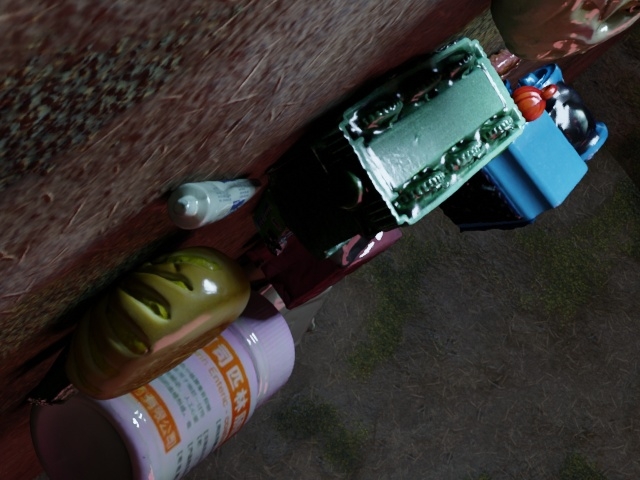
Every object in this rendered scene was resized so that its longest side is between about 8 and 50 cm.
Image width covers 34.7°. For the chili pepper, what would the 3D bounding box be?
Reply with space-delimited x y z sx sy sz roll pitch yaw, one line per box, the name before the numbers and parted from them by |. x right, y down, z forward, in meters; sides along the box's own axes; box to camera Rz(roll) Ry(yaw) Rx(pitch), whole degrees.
chili pepper | -0.259 0.128 1.199 0.224 0.061 0.098 -33 179 -37

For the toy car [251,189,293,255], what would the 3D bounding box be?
toy car | -0.036 -0.038 1.235 0.071 0.062 0.165 -37 176 -18

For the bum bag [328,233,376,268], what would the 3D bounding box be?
bum bag | 0.107 -0.096 1.395 0.340 0.144 0.095 -38 -142 -18

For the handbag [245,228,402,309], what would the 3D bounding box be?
handbag | 0.000 0.000 1.517 0.146 0.135 0.225 -35 180 -40

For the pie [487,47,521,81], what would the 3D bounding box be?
pie | 0.242 -0.240 1.555 0.154 0.036 0.154 -36 174 -4

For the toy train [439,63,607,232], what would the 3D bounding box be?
toy train | 0.314 -0.149 1.749 0.265 0.188 0.300 -48 -162 -20

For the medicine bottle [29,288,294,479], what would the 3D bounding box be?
medicine bottle | -0.217 0.223 1.511 0.219 0.219 0.388 -40 175 35

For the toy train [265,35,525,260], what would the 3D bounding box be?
toy train | 0.085 -0.104 1.130 0.178 0.138 0.330 -28 -174 43

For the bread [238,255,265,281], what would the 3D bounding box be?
bread | -0.036 0.012 1.654 0.214 0.053 0.073 -19 -158 -12

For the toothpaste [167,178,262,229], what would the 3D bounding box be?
toothpaste | -0.098 -0.035 0.934 0.060 0.038 0.233 -34 179 8

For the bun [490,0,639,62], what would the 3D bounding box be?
bun | 0.269 -0.257 1.006 0.210 0.116 0.237 -40 175 39

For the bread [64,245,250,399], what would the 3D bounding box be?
bread | -0.177 0.083 1.078 0.213 0.104 0.213 -34 176 -3

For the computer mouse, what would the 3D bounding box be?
computer mouse | -0.111 0.119 1.890 0.228 0.145 0.429 -27 160 -26

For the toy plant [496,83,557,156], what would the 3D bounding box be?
toy plant | 0.237 -0.153 1.543 0.240 0.088 0.154 -22 -159 47
